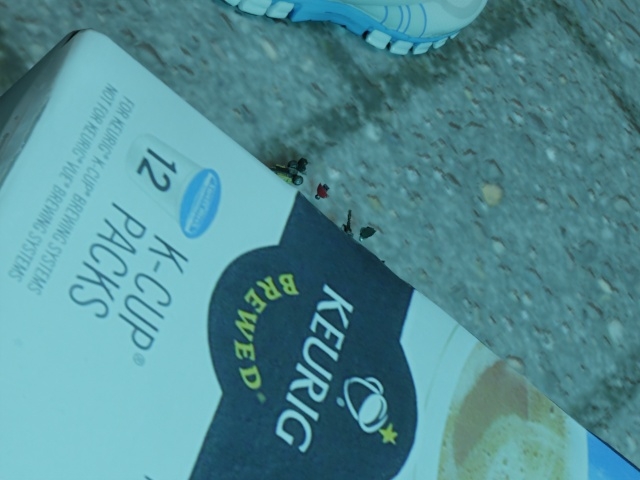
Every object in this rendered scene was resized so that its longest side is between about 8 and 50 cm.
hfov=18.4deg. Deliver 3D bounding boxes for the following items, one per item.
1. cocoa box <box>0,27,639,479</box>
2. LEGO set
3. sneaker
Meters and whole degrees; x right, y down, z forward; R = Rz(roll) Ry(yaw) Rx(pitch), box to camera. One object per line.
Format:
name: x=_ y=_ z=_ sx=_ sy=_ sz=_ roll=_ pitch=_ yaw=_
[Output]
cocoa box: x=-0.099 y=0.163 z=0.492 sx=0.228 sy=0.347 sz=0.231 roll=39 pitch=44 yaw=-18
LEGO set: x=0.001 y=-0.001 z=0.940 sx=0.054 sy=0.023 sz=0.083 roll=6 pitch=48 yaw=-43
sneaker: x=0.030 y=-0.148 z=1.012 sx=0.191 sy=0.083 sz=0.071 roll=2 pitch=62 yaw=-43
